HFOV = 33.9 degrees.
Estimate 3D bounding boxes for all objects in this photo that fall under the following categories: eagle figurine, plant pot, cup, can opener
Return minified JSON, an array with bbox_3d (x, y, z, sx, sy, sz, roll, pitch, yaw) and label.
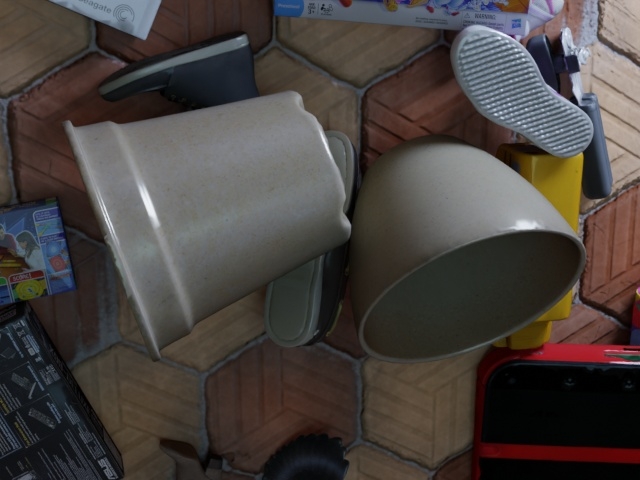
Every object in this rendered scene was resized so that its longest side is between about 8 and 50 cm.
[{"bbox_3d":[-0.020,0.489,1.691,0.298,0.225,0.226,-57,159,-25],"label":"eagle figurine"},{"bbox_3d":[-0.139,-0.050,1.396,0.305,0.334,0.334,-21,111,-10],"label":"plant pot"},{"bbox_3d":[0.175,-0.010,1.493,0.331,0.237,0.331,-15,149,-9],"label":"cup"},{"bbox_3d":[0.395,-0.198,1.639,0.093,0.074,0.280,-12,111,25],"label":"can opener"}]

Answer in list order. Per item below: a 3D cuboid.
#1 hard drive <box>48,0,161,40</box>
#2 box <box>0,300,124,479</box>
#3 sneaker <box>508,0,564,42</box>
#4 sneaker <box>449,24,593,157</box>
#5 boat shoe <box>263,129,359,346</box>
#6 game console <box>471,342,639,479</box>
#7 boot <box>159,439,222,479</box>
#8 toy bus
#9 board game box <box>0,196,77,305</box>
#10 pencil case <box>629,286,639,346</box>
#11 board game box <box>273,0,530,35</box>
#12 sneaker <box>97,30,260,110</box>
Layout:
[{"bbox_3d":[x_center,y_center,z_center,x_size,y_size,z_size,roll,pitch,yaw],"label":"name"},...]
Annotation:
[{"bbox_3d":[-0.275,-0.472,1.379,0.233,0.047,0.353,20,101,-19],"label":"hard drive"},{"bbox_3d":[-0.465,0.275,1.540,0.242,0.076,0.307,-28,111,-5],"label":"box"},{"bbox_3d":[0.282,-0.417,1.523,0.111,0.103,0.252,-24,117,-11],"label":"sneaker"},{"bbox_3d":[0.256,-0.226,1.502,0.102,0.161,0.282,-46,128,10],"label":"sneaker"},{"bbox_3d":[0.000,0.000,1.569,0.097,0.116,0.324,10,92,-59],"label":"boat shoe"},{"bbox_3d":[0.452,0.336,1.764,0.386,0.060,0.342,2,112,4],"label":"game console"},{"bbox_3d":[-0.211,0.368,1.658,0.118,0.042,0.087,21,108,-13],"label":"boot"},{"bbox_3d":[0.330,0.014,1.643,0.108,0.130,0.332,-4,107,-14],"label":"toy bus"},{"bbox_3d":[-0.459,0.024,1.487,0.201,0.035,0.136,-11,109,-12],"label":"board game box"},{"bbox_3d":[0.577,0.188,1.782,0.104,0.104,0.236,-1,108,-15],"label":"pencil case"},{"bbox_3d":[0.117,-0.412,1.414,0.347,0.078,0.233,4,117,0],"label":"board game box"},{"bbox_3d":[-0.190,-0.203,1.464,0.222,0.083,0.118,-19,111,-10],"label":"sneaker"}]
